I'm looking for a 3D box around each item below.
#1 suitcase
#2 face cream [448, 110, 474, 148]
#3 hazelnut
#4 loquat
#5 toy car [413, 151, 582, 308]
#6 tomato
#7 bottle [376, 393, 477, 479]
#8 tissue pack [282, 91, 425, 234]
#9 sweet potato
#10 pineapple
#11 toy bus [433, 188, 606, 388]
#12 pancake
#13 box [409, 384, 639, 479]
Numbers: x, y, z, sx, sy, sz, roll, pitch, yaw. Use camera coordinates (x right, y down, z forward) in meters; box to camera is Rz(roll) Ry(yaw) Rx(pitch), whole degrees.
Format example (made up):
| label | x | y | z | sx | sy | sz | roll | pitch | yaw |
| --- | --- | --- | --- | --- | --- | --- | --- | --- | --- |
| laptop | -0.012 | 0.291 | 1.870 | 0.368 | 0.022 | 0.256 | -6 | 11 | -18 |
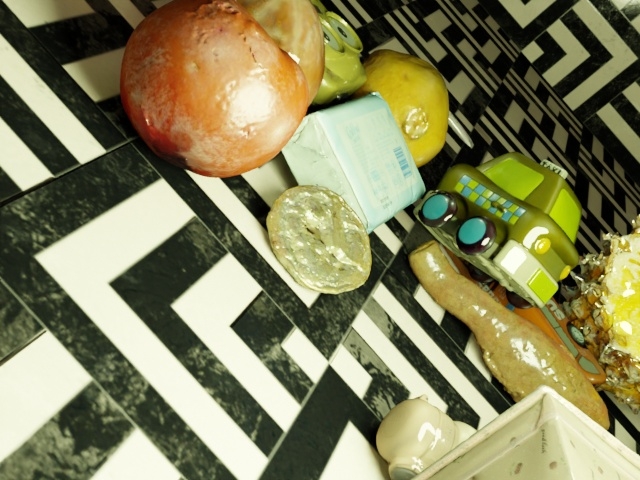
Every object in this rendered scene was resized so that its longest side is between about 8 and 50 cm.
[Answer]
| label | x | y | z | sx | sy | sz | roll | pitch | yaw |
| --- | --- | --- | --- | --- | --- | --- | --- | --- | --- |
| suitcase | -0.043 | -0.286 | 1.534 | 0.235 | 0.143 | 0.194 | 51 | 23 | 2 |
| face cream | 0.293 | -0.244 | 2.230 | 0.115 | 0.020 | 0.038 | 51 | 22 | -4 |
| hazelnut | -0.086 | -0.248 | 1.326 | 0.214 | 0.214 | 0.176 | 52 | 40 | 5 |
| loquat | 0.116 | -0.208 | 1.665 | 0.176 | 0.187 | 0.234 | 10 | 22 | -18 |
| toy car | 0.282 | -0.036 | 1.530 | 0.248 | 0.198 | 0.204 | 36 | -4 | 45 |
| tomato | -0.124 | -0.167 | 1.152 | 0.208 | 0.184 | 0.208 | 46 | 8 | -8 |
| bottle | 0.150 | 0.258 | 1.119 | 0.209 | 0.097 | 0.110 | 39 | 45 | -20 |
| tissue pack | 0.049 | -0.104 | 1.460 | 0.177 | 0.089 | 0.263 | 64 | 27 | -3 |
| sweet potato | 0.273 | 0.151 | 1.500 | 0.385 | 0.109 | 0.109 | 44 | 23 | -1 |
| pineapple | 0.572 | 0.126 | 1.748 | 0.352 | 0.352 | 0.300 | 53 | -12 | 8 |
| toy bus | 0.305 | 0.079 | 1.673 | 0.092 | 0.093 | 0.408 | -4 | 56 | -53 |
| pancake | 0.000 | 0.000 | 1.277 | 0.158 | 0.028 | 0.158 | 21 | 54 | -31 |
| box | 0.243 | 0.333 | 1.001 | 0.297 | 0.225 | 0.190 | 38 | 26 | -24 |
